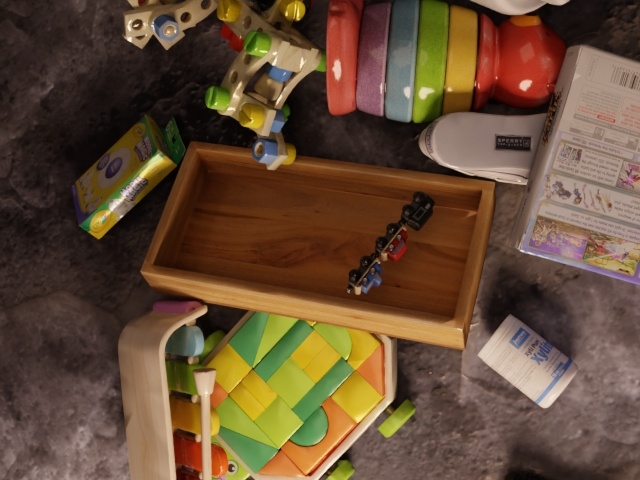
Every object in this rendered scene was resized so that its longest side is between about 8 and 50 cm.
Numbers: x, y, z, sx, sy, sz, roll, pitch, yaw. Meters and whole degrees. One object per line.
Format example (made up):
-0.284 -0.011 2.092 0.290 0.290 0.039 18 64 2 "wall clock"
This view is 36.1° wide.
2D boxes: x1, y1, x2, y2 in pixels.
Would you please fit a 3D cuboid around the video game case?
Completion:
0.383 -0.072 1.147 0.269 0.061 0.244 16 93 -6 "video game case"

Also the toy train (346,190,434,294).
0.086 0.006 1.176 0.036 0.027 0.158 36 72 14 "toy train"

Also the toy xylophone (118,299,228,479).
-0.177 0.240 1.265 0.236 0.081 0.322 12 105 51 "toy xylophone"

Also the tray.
0.000 0.000 1.251 0.411 0.076 0.203 9 64 16 "tray"

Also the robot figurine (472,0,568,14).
0.179 -0.392 1.151 0.353 0.300 0.199 33 138 36 "robot figurine"

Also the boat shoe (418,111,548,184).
0.248 -0.116 1.206 0.258 0.084 0.095 10 92 -12 "boat shoe"

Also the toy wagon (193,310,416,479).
-0.053 0.217 1.307 0.267 0.068 0.344 45 100 12 "toy wagon"

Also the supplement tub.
0.258 0.150 1.220 0.107 0.071 0.071 38 99 11 "supplement tub"

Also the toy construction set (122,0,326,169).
-0.115 -0.263 1.284 0.328 0.151 0.215 41 119 29 "toy construction set"

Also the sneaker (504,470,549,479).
0.298 0.350 1.224 0.161 0.057 0.075 19 111 13 "sneaker"

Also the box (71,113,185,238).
-0.264 -0.096 1.353 0.179 0.043 0.105 -40 39 10 "box"

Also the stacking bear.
0.159 -0.225 1.209 0.289 0.175 0.164 4 118 6 "stacking bear"
